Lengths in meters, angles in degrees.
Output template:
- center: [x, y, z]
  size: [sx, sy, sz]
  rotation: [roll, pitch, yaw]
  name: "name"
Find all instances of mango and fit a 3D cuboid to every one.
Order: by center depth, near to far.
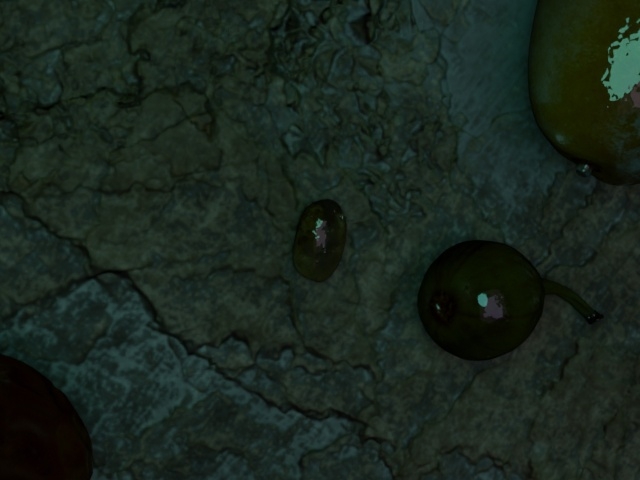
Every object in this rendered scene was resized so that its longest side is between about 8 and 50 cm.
- center: [0.323, -0.237, 1.138]
  size: [0.222, 0.199, 0.384]
  rotation: [22, 80, -13]
  name: "mango"

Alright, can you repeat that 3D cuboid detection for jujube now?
- center: [-0.369, 0.169, 1.017]
  size: [0.342, 0.216, 0.216]
  rotation: [24, 93, -6]
  name: "jujube"

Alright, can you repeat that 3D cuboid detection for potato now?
- center: [0.000, 0.000, 1.162]
  size: [0.051, 0.040, 0.083]
  rotation: [8, 96, -12]
  name: "potato"

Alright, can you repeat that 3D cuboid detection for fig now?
- center: [0.208, 0.060, 1.207]
  size: [0.236, 0.124, 0.124]
  rotation: [2, 100, -35]
  name: "fig"
